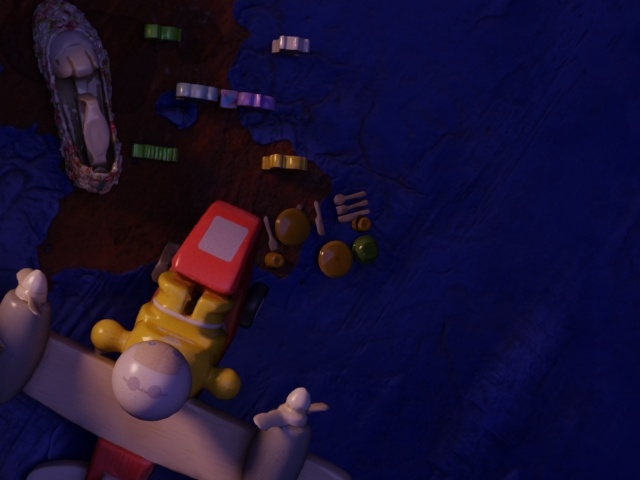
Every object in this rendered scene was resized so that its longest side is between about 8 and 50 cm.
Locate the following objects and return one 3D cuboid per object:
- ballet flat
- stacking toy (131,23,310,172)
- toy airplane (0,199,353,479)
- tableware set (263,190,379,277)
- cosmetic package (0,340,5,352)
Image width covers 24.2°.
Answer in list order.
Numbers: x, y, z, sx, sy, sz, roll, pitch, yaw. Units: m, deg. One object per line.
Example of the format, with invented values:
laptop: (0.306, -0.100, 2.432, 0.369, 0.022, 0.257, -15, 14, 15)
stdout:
ballet flat: (-0.279, -0.174, 1.766, 0.091, 0.077, 0.241, -17, 94, -20)
stacking toy: (-0.118, -0.175, 1.842, 0.221, 0.052, 0.167, 4, 87, -20)
toy airplane: (-0.196, 0.179, 1.681, 0.386, 0.272, 0.384, -19, 85, -3)
tableware set: (0.000, 0.000, 1.900, 0.154, 0.024, 0.104, -16, 98, -22)
cosmetic package: (-0.504, 0.150, 1.580, 0.296, 0.129, 0.153, -38, 82, 2)
